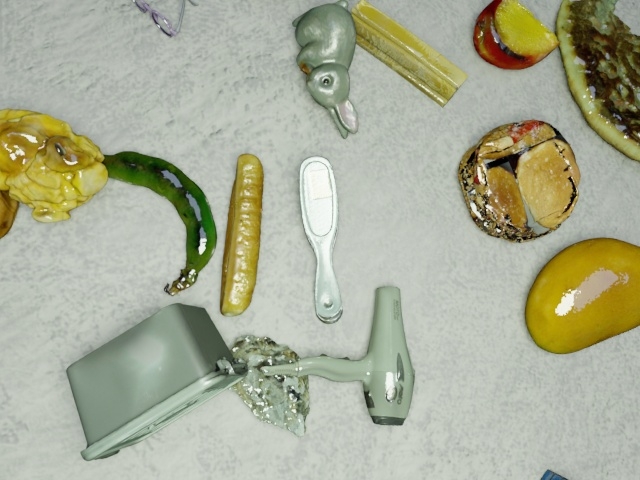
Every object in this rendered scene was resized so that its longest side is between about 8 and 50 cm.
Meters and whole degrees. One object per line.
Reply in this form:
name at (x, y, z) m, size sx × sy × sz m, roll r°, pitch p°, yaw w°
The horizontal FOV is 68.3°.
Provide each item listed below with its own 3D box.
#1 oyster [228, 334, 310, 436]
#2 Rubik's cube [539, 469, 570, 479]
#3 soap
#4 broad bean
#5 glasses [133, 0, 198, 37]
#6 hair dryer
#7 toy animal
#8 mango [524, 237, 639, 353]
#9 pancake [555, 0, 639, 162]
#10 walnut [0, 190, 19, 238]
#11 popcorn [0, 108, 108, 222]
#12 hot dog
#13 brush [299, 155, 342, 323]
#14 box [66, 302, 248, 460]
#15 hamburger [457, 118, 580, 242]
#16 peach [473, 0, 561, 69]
oyster at (-0.080, 0.236, 0.788) m, size 0.177 × 0.064 × 0.125 m, roll 30°, pitch 81°, yaw 1°
Rubik's cube at (0.415, 0.464, 0.792) m, size 0.092 × 0.092 × 0.092 m, roll 43°, pitch 78°, yaw 2°
soap at (0.162, -0.360, 0.913) m, size 0.252 × 0.092 × 0.037 m, roll 37°, pitch 79°, yaw 0°
broad bean at (-0.273, -0.058, 0.822) m, size 0.144 × 0.049 × 0.292 m, roll -32°, pitch 86°, yaw -11°
glasses at (-0.286, -0.460, 0.889) m, size 0.104 × 0.062 × 0.140 m, roll -44°, pitch 88°, yaw -14°
hair dryer at (0.052, 0.162, 0.794) m, size 0.267 × 0.092 × 0.229 m, roll 27°, pitch 63°, yaw -12°
toy animal at (0.016, -0.317, 0.873) m, size 0.108 × 0.138 × 0.237 m, roll 3°, pitch 73°, yaw -41°
mango at (0.483, 0.091, 0.848) m, size 0.254 × 0.139 × 0.176 m, roll -23°, pitch 80°, yaw -5°
pancake at (0.644, -0.337, 0.999) m, size 0.427 × 0.067 × 0.305 m, roll 45°, pitch 70°, yaw 3°
walnut at (-0.596, -0.090, 0.767) m, size 0.167 × 0.087 × 0.212 m, roll -10°, pitch 81°, yaw -5°
popcorn at (-0.441, -0.122, 0.769) m, size 0.194 × 0.164 × 0.140 m, roll 17°, pitch 37°, yaw 6°
hot dog at (-0.133, -0.012, 0.816) m, size 0.061 × 0.088 × 0.286 m, roll 6°, pitch 82°, yaw -12°
brush at (0.000, 0.000, 0.850) m, size 0.068 × 0.060 × 0.297 m, roll -5°, pitch 94°, yaw -8°
box at (-0.247, 0.204, 0.711) m, size 0.243 × 0.163 × 0.135 m, roll -33°, pitch 75°, yaw 3°
hamburger at (0.375, -0.110, 0.890) m, size 0.230 × 0.107 × 0.231 m, roll 2°, pitch 80°, yaw -11°
peach at (0.386, -0.408, 0.954) m, size 0.172 × 0.092 × 0.127 m, roll 11°, pitch 83°, yaw -17°
